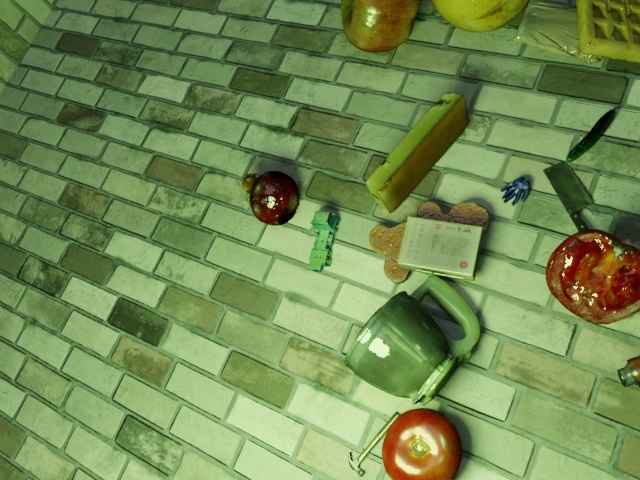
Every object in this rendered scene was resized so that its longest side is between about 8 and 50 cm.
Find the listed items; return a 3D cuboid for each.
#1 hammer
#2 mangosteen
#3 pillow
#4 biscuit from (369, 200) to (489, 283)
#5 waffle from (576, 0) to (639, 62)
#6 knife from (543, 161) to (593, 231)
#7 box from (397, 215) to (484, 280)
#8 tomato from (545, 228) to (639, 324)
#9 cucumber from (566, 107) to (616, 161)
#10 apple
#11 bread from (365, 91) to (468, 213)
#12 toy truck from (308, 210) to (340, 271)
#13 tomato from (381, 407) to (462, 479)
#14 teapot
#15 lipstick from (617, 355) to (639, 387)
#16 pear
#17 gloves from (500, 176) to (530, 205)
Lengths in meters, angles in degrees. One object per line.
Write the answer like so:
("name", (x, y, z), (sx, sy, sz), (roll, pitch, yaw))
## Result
("hammer", (0.137, 0.506, 1.562), (0.062, 0.017, 0.182), (37, 84, 29))
("mangosteen", (-0.150, -0.133, 1.853), (0.180, 0.166, 0.166), (29, 82, 31))
("pillow", (0.682, -0.594, 1.720), (0.270, 0.067, 0.173), (16, 79, -1))
("biscuit", (0.306, -0.005, 1.684), (0.323, 0.049, 0.206), (-28, 64, 10))
("waffle", (0.815, -0.587, 1.661), (0.247, 0.055, 0.221), (6, 68, -4))
("knife", (0.663, -0.103, 1.600), (0.072, 0.019, 0.245), (-23, 61, 10))
("box", (0.315, 0.020, 1.616), (0.201, 0.058, 0.141), (8, 74, 22))
("tomato", (0.647, 0.077, 1.453), (0.233, 0.139, 0.200), (33, 107, 5))
("cucumber", (0.721, -0.275, 1.640), (0.036, 0.033, 0.184), (43, 89, 5))
("apple", (0.198, -0.731, 1.903), (0.249, 0.277, 0.310), (2, 79, -15))
("bread", (0.279, -0.251, 1.744), (0.077, 0.138, 0.361), (39, 86, 32))
("toy truck", (0.000, 0.000, 1.784), (0.067, 0.081, 0.175), (6, 71, 25))
("tomato", (0.240, 0.496, 1.455), (0.195, 0.136, 0.195), (-7, 65, 16))
("teapot", (0.236, 0.268, 1.541), (0.239, 0.321, 0.240), (39, 125, 17))
("lipstick", (0.866, 0.234, 1.349), (0.418, 0.077, 0.077), (-23, 63, 13))
("pear", (0.472, -0.759, 1.791), (0.314, 0.314, 0.315), (-8, 66, 19))
("gloves", (0.527, -0.131, 1.660), (0.086, 0.026, 0.064), (-36, 63, 5))
